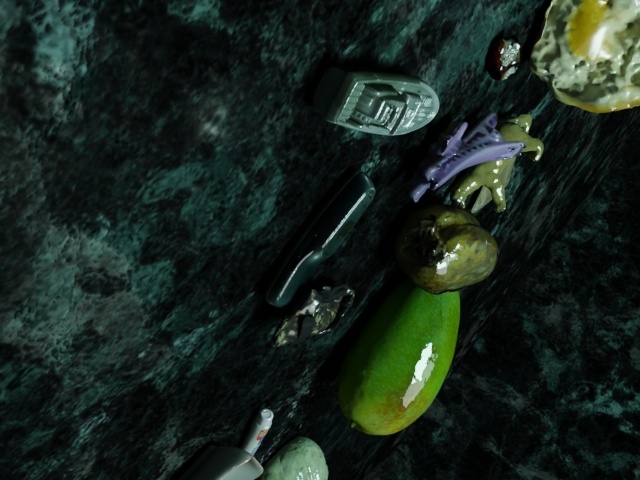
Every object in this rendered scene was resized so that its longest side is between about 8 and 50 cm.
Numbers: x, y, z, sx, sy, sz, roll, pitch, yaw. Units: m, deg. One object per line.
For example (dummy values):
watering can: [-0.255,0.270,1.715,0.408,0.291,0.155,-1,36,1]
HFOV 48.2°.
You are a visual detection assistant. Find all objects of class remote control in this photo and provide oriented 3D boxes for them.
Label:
remote control: [0.000,0.000,0.983,0.222,0.042,0.072,-53,160,1]

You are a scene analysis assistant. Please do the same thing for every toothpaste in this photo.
toothpaste: [-0.131,0.383,1.325,0.052,0.033,0.218,-23,148,-44]

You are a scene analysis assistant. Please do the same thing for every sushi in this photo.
sushi: [0.284,-0.290,1.133,0.046,0.044,0.083,-27,152,-5]

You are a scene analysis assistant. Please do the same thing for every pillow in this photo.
pillow: [0.384,-0.149,1.533,0.130,0.033,0.218,-35,153,-26]

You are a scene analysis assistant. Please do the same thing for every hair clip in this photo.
hair clip: [0.226,-0.140,1.182,0.278,0.090,0.137,-22,156,-40]

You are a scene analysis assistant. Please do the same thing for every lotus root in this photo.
lotus root: [0.231,0.016,1.326,0.160,0.152,0.274,-55,150,13]

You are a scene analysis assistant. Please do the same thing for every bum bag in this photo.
bum bag: [-0.013,0.110,1.089,0.102,0.069,0.248,-32,168,13]

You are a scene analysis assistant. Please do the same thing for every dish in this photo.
dish: [-0.200,0.425,1.185,0.212,0.077,0.151,-46,159,-16]

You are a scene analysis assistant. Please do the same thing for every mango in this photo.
mango: [0.173,0.223,1.472,0.225,0.201,0.382,36,80,-46]

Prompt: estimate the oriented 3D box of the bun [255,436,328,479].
bun: [-0.061,0.542,1.579,0.203,0.126,0.213,-33,152,-37]

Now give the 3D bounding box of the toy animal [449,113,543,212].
toy animal: [0.332,-0.149,1.375,0.101,0.103,0.219,19,113,-30]

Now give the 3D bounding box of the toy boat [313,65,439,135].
toy boat: [0.085,-0.160,0.853,0.260,0.085,0.078,-11,133,-59]

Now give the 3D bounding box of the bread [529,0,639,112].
bread: [0.585,-0.422,1.230,0.394,0.250,0.361,-33,152,-43]
